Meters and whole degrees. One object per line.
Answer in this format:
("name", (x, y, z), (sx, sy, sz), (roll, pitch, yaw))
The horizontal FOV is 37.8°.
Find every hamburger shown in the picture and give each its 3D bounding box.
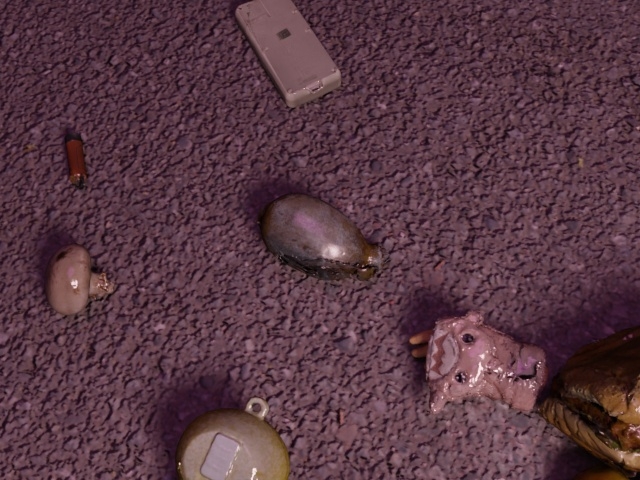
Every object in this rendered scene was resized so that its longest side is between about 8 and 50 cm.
("hamburger", (0.327, 0.161, 0.929), (0.183, 0.206, 0.130), (-21, 95, -9))

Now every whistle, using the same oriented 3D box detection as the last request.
("whistle", (-0.104, 0.265, 0.964), (0.123, 0.123, 0.223), (23, 88, 15))

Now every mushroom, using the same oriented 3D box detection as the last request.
("mushroom", (-0.282, 0.047, 1.100), (0.079, 0.085, 0.085), (6, 59, -25))

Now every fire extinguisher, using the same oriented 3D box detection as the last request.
("fire extinguisher", (-0.312, -0.100, 1.195), (0.022, 0.028, 0.083), (3, 57, -31))

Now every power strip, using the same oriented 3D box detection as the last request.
("power strip", (-0.045, -0.261, 1.252), (0.081, 0.035, 0.192), (-27, 64, -8))

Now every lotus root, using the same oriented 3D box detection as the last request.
("lotus root", (-0.001, 0.001, 1.092), (0.165, 0.088, 0.088), (27, 68, 6))

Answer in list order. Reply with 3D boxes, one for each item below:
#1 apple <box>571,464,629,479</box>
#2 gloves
("apple", (0.283, 0.269, 0.923), (0.074, 0.089, 0.089), (23, 63, -19))
("gloves", (0.173, 0.131, 1.006), (0.144, 0.094, 0.110), (-1, 74, -5))
